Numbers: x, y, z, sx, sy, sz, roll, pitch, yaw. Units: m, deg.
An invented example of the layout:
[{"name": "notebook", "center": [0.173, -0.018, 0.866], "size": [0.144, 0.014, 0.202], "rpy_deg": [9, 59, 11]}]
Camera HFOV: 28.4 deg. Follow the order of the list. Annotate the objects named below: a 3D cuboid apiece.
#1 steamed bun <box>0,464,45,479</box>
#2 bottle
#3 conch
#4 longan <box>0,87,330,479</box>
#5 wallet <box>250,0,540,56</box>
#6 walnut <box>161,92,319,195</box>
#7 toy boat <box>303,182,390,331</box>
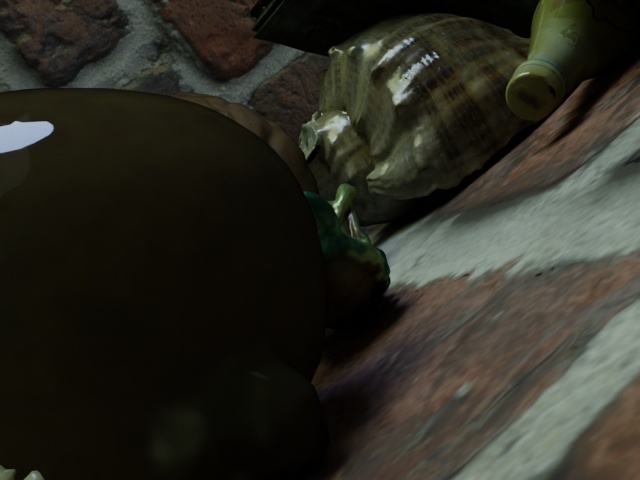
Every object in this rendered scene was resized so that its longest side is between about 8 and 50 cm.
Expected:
[{"name": "steamed bun", "center": [-0.235, 0.144, 0.362], "size": [0.273, 0.272, 0.290], "rpy_deg": [-38, 1, 24]}, {"name": "bottle", "center": [0.199, -0.162, 0.979], "size": [0.083, 0.083, 0.269], "rpy_deg": [-36, 6, 38]}, {"name": "conch", "center": [0.085, -0.128, 1.110], "size": [0.291, 0.159, 0.210], "rpy_deg": [-38, 3, -4]}, {"name": "longan", "center": [-0.128, 0.055, 0.610], "size": [0.300, 0.300, 0.243], "rpy_deg": [-41, -36, -19]}, {"name": "wallet", "center": [0.109, -0.207, 1.177], "size": [0.317, 0.044, 0.169], "rpy_deg": [9, -28, -30]}, {"name": "walnut", "center": [-0.122, 0.007, 1.038], "size": [0.273, 0.227, 0.273], "rpy_deg": [-37, 5, 4]}, {"name": "toy boat", "center": [-0.003, 0.010, 0.858], "size": [0.293, 0.109, 0.099], "rpy_deg": [-30, -41, -84]}]
